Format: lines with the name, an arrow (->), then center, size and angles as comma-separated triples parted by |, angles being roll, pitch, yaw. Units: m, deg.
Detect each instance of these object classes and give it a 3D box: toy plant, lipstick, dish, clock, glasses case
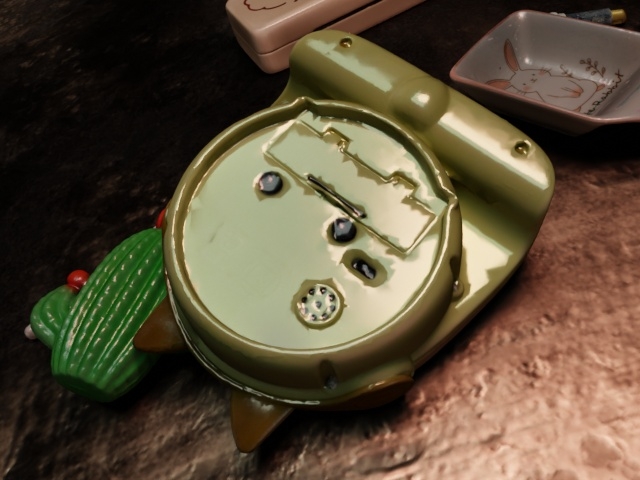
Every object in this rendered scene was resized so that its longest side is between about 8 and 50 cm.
toy plant -> -0.165, 0.053, 0.621 | 0.154, 0.088, 0.240 | 35, 55, 25
lipstick -> 0.332, -0.277, 0.791 | 0.116, 0.037, 0.037 | -7, 47, 6
dish -> 0.278, -0.173, 0.692 | 0.234, 0.064, 0.154 | 30, 63, 37
clock -> 0.000, 0.000, 0.543 | 0.286, 0.117, 0.348 | 37, 74, 21
glasses case -> 0.031, -0.378, 0.948 | 0.336, 0.076, 0.144 | -29, 47, -9

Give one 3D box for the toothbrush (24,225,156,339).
toothbrush -> -0.225, 0.022, 0.711 | 0.024, 0.018, 0.257 | 35, 66, 31
